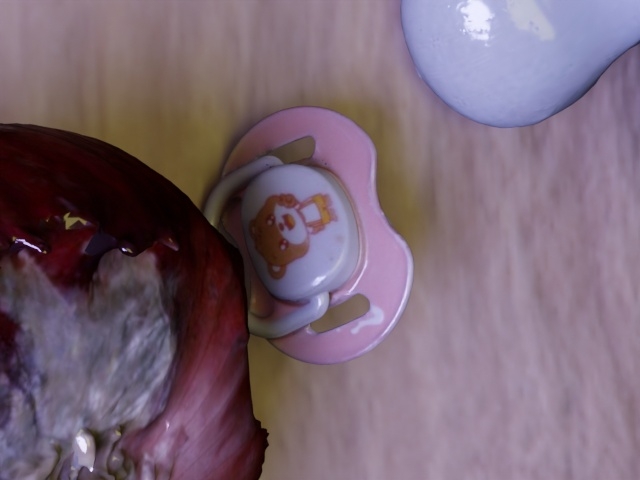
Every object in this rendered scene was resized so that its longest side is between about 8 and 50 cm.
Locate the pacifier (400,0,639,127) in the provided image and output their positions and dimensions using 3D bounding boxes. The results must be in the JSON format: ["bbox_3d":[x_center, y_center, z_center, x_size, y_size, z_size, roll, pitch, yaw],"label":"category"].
[{"bbox_3d":[0.126,-0.120,0.781,0.207,0.227,0.279,-24,107,15],"label":"pacifier"}]

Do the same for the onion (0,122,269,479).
[{"bbox_3d":[-0.141,0.082,0.634,0.272,0.195,0.272,-38,144,-35],"label":"onion"}]

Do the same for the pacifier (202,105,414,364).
[{"bbox_3d":[0.000,0.000,0.765,0.078,0.081,0.099,2,67,-62],"label":"pacifier"}]
